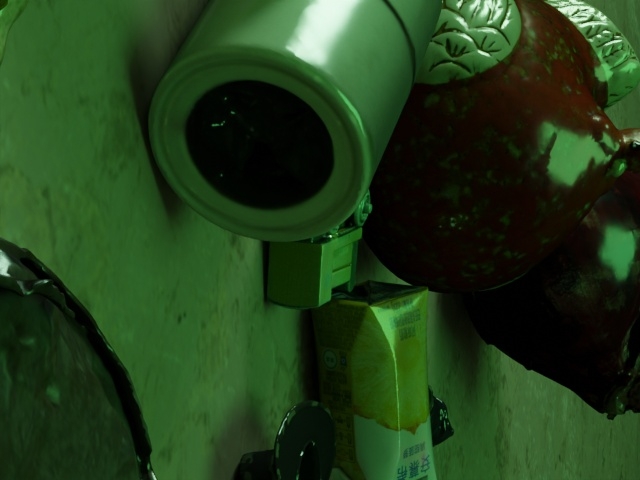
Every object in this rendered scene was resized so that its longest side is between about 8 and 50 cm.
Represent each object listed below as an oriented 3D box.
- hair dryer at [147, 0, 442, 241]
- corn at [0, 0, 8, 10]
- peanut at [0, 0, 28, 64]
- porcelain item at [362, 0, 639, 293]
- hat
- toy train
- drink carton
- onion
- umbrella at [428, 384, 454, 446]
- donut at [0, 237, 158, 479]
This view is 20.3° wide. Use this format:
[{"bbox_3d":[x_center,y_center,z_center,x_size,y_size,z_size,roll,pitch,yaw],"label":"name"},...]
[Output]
[{"bbox_3d":[-0.029,-0.200,0.953,0.203,0.128,0.362,-66,151,-49],"label":"hair dryer"},{"bbox_3d":[-0.172,-0.131,0.576,0.262,0.097,0.097,35,57,-67],"label":"corn"},{"bbox_3d":[-0.145,-0.090,0.751,0.037,0.037,0.083,66,27,-51],"label":"peanut"},{"bbox_3d":[0.135,-0.078,1.309,0.253,0.253,0.253,0,90,-72],"label":"porcelain item"},{"bbox_3d":[-0.025,0.151,1.099,0.121,0.050,0.121,0,90,-77],"label":"hat"},{"bbox_3d":[0.000,0.000,1.181,0.122,0.050,0.081,-18,111,-72],"label":"toy train"},{"bbox_3d":[0.040,0.132,1.247,0.084,0.074,0.200,-14,106,-46],"label":"drink carton"},{"bbox_3d":[0.233,0.017,1.635,0.281,0.221,0.281,-19,90,-76],"label":"onion"},{"bbox_3d":[0.055,0.102,1.365,0.188,0.046,0.050,54,35,-53],"label":"umbrella"},{"bbox_3d":[-0.165,0.142,0.538,0.259,0.136,0.345,63,31,-51],"label":"donut"}]
